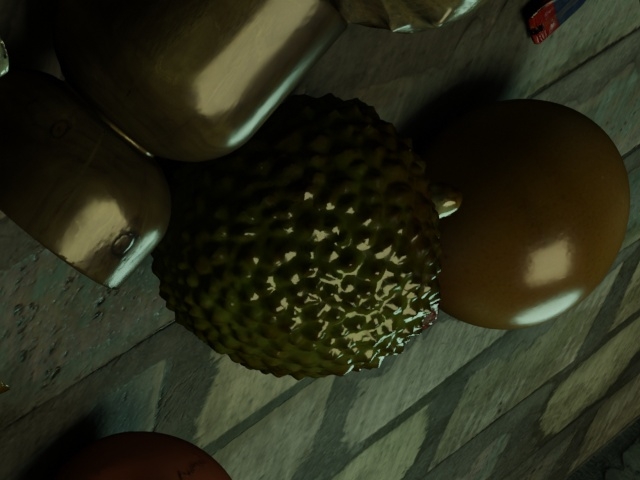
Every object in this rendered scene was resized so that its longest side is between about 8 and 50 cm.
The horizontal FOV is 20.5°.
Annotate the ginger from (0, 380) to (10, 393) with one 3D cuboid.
[{"bbox_3d":[-0.330,0.123,1.520,0.057,0.044,0.137,-8,180,43],"label":"ginger"}]

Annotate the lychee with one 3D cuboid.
[{"bbox_3d":[-0.010,0.000,1.626,0.320,0.270,0.270,21,116,-26],"label":"lychee"}]

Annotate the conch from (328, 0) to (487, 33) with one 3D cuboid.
[{"bbox_3d":[0.088,-0.250,1.467,0.210,0.159,0.291,-49,164,20],"label":"conch"}]

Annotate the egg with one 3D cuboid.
[{"bbox_3d":[0.222,-0.036,1.999,0.322,0.250,0.250,-41,160,-49],"label":"egg"}]

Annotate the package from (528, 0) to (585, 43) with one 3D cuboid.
[{"bbox_3d":[0.305,-0.307,1.996,0.200,0.022,0.083,-47,158,-3],"label":"package"}]

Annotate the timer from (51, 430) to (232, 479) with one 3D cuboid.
[{"bbox_3d":[-0.187,0.317,1.861,0.229,0.229,0.215,-42,158,-15],"label":"timer"}]

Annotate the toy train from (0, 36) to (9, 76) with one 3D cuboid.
[{"bbox_3d":[-0.252,-0.153,0.931,0.051,0.234,0.052,-34,154,-27],"label":"toy train"}]

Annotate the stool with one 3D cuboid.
[{"bbox_3d":[-0.129,-0.119,1.294,0.264,0.179,0.179,-49,158,2],"label":"stool"}]

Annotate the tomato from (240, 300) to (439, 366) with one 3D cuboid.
[{"bbox_3d":[0.010,0.048,1.898,0.233,0.139,0.200,-18,160,23],"label":"tomato"}]
